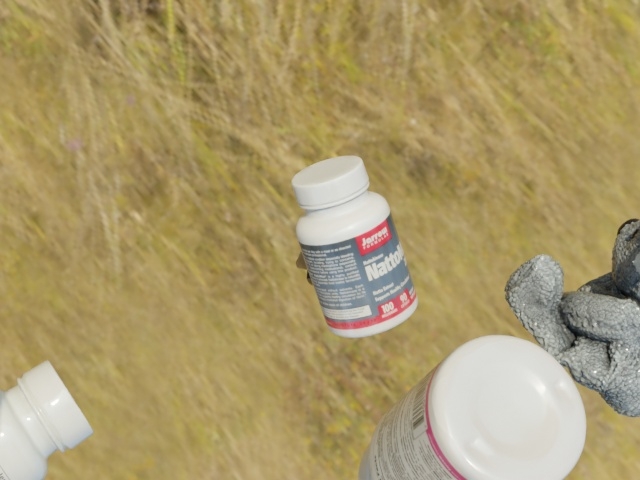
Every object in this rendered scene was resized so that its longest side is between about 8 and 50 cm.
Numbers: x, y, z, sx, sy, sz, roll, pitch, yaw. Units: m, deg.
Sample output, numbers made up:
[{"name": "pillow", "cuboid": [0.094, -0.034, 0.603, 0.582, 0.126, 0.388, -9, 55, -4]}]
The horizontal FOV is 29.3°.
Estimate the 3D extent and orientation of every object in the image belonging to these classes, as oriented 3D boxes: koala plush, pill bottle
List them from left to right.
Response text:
[{"name": "pill bottle", "cuboid": [-0.380, 0.238, 1.381, 0.229, 0.131, 0.131, -32, 153, -13]}, {"name": "pill bottle", "cuboid": [0.033, 0.005, 1.339, 0.108, 0.108, 0.180, -29, 112, -25]}, {"name": "pill bottle", "cuboid": [0.144, 0.218, 1.277, 0.160, 0.160, 0.283, -28, 166, -26]}, {"name": "koala plush", "cuboid": [0.358, 0.056, 1.331, 0.196, 0.203, 0.221, 9, 128, -41]}]

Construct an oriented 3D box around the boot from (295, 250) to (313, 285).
[{"name": "boot", "cuboid": [0.000, 0.000, 1.490, 0.118, 0.042, 0.087, 93, 11, -67]}]
